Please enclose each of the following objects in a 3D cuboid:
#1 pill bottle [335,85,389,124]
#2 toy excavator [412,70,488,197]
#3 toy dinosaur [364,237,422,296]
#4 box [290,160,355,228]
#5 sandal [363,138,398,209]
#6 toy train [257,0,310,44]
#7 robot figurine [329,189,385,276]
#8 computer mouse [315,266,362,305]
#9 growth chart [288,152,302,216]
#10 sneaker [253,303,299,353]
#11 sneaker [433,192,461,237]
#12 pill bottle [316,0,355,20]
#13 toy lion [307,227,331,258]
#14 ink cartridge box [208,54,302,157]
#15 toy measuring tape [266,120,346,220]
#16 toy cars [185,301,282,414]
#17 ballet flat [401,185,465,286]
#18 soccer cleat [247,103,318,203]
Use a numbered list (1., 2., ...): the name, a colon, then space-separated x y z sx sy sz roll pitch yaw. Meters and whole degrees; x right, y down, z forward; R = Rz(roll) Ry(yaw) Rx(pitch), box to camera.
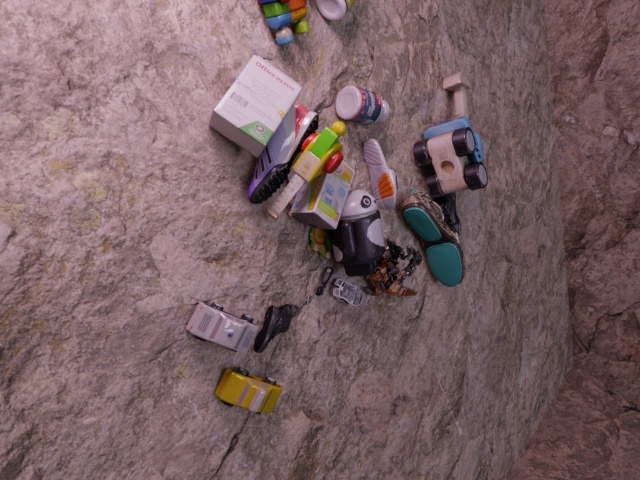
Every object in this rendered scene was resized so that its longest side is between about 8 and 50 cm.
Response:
1. pill bottle: 0.147 -0.447 1.539 0.180 0.107 0.108 -3 95 -45
2. toy excavator: 0.563 -0.444 1.909 0.445 0.222 0.433 -43 114 -47
3. toy dinosaur: 0.257 0.119 1.692 0.219 0.164 0.322 -58 149 -7
4. box: 0.009 -0.149 1.392 0.114 0.103 0.203 35 67 -42
5. sandal: 0.229 -0.240 1.639 0.076 0.101 0.266 -29 110 -37
6. toy train: -0.060 -0.671 1.329 0.248 0.105 0.144 -41 130 -36
7. robot figurine: 0.120 -0.026 1.489 0.173 0.209 0.279 -14 104 -18
8. computer mouse: 0.066 0.168 1.546 0.193 0.042 0.106 34 65 -35
9. growth chart: -0.049 -0.206 1.419 0.171 0.021 0.238 -18 105 -43
10. sneaker: -0.128 0.257 1.348 0.089 0.051 0.170 33 66 -36
11. sneaker: 0.533 -0.106 1.964 0.130 0.087 0.228 -17 102 -41
12. pill bottle: 0.070 -0.787 1.443 0.103 0.103 0.184 49 60 -35
13. toy lion: 0.000 0.000 1.478 0.100 0.034 0.096 33 62 -41
14. ink cartridge box: -0.167 -0.351 1.202 0.154 0.093 0.213 32 68 -11
15. toy measuring tape: -0.031 -0.195 1.305 0.121 0.121 0.330 21 113 -44
16. toy cars: -0.212 0.327 1.219 0.176 0.087 0.394 -26 111 -23
17. ballet flat: 0.482 -0.027 1.880 0.483 0.163 0.182 54 44 -29
18. soccer cleat: -0.128 -0.248 1.297 0.318 0.116 0.109 -58 172 -11
